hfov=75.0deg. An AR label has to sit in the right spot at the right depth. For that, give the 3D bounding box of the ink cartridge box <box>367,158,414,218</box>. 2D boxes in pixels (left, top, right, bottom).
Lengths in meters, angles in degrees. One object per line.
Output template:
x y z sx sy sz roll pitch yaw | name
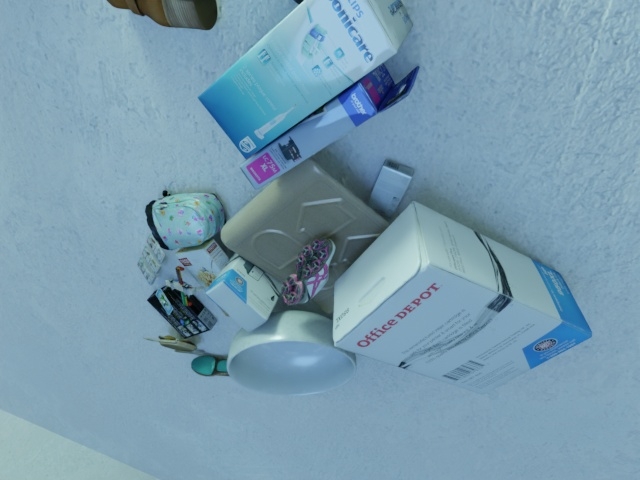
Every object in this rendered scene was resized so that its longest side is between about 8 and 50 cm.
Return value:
0.140 -0.104 0.855 0.062 0.029 0.115 23 136 3 | ink cartridge box

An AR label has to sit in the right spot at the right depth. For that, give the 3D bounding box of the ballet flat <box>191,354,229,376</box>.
-0.335 0.424 1.384 0.206 0.073 0.067 -2 146 26 | ballet flat

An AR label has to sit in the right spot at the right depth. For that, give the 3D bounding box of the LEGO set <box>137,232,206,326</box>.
-0.416 0.115 1.169 0.244 0.060 0.182 54 134 11 | LEGO set

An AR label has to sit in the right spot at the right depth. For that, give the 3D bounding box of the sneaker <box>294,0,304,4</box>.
-0.030 -0.479 0.615 0.097 0.084 0.235 -5 122 21 | sneaker

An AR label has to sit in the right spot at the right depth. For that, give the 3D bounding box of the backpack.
-0.322 -0.046 1.011 0.181 0.115 0.152 -9 118 22 | backpack

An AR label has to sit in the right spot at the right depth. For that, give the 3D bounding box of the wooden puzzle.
0.000 0.000 0.928 0.347 0.081 0.322 39 130 -22 | wooden puzzle

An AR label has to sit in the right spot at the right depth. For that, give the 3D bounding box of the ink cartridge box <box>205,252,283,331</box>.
-0.166 0.099 1.008 0.082 0.191 0.140 -33 108 34 | ink cartridge box

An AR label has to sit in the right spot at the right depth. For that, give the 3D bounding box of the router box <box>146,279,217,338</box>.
-0.424 0.214 1.276 0.133 0.046 0.179 -23 114 32 | router box

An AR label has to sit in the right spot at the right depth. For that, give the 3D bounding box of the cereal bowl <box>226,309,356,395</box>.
-0.073 0.286 1.111 0.338 0.141 0.339 0 140 0 | cereal bowl

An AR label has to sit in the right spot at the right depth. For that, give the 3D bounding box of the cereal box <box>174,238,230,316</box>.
-0.268 0.107 1.114 0.172 0.047 0.240 -9 123 48 | cereal box

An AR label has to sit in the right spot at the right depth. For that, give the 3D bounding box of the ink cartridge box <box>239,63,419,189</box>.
0.016 -0.212 0.723 0.311 0.186 0.065 -23 112 31 | ink cartridge box

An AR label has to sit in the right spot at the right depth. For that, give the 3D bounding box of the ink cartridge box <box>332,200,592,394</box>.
0.260 0.134 0.831 0.394 0.166 0.285 23 131 -20 | ink cartridge box

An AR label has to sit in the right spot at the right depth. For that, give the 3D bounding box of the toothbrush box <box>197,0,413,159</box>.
-0.017 -0.287 0.664 0.295 0.216 0.126 -24 114 33 | toothbrush box

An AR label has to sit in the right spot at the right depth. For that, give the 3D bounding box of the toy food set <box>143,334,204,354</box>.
-0.462 0.328 1.347 0.132 0.039 0.192 2 154 16 | toy food set

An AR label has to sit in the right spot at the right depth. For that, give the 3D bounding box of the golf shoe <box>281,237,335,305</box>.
-0.014 0.064 0.902 0.068 0.085 0.186 55 129 30 | golf shoe

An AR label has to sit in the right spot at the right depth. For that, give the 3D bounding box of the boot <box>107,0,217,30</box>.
-0.296 -0.492 0.671 0.220 0.109 0.284 19 153 14 | boot
